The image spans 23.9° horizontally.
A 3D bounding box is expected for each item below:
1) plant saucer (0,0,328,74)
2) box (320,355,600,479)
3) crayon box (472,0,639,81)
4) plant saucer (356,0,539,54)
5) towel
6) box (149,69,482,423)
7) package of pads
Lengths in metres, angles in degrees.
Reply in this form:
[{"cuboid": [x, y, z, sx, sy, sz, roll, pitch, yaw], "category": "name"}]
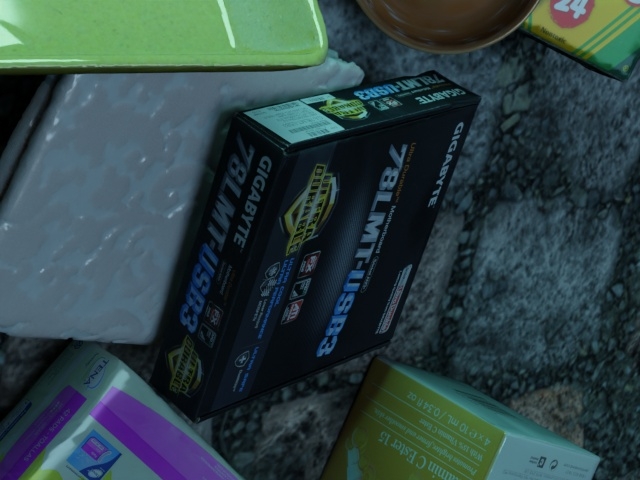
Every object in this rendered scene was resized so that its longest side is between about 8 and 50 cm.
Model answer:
[{"cuboid": [-0.192, -0.244, 1.097, 0.333, 0.332, 0.081, -4, 154, -26], "category": "plant saucer"}, {"cuboid": [0.108, 0.331, 1.617, 0.168, 0.215, 0.345, 21, 94, -42], "category": "box"}, {"cuboid": [0.284, -0.345, 1.514, 0.202, 0.081, 0.318, 22, 98, -22], "category": "crayon box"}, {"cuboid": [0.120, -0.277, 1.434, 0.200, 0.037, 0.199, 0, 98, -1], "category": "plant saucer"}, {"cuboid": [-0.140, -0.050, 1.298, 0.332, 0.053, 0.317, 11, 112, -51], "category": "towel"}, {"cuboid": [0.000, 0.000, 1.402, 0.293, 0.073, 0.295, -16, 134, -48], "category": "box"}, {"cuboid": [-0.198, 0.262, 1.413, 0.229, 0.101, 0.296, -50, 131, -12], "category": "package of pads"}]
